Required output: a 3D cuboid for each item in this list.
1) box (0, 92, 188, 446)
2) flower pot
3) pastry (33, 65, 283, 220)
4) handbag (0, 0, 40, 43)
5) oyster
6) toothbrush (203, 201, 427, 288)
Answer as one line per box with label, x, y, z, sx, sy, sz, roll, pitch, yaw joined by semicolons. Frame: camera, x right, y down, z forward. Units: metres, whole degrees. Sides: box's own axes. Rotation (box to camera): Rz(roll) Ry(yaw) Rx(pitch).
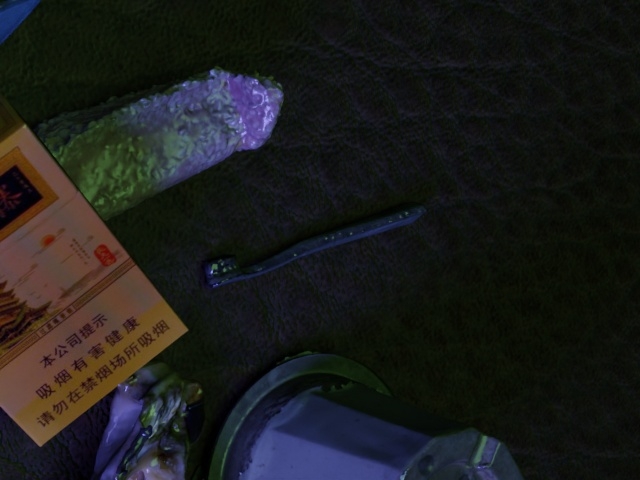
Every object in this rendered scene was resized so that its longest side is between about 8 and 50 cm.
box;-0.259;0.032;1.236;0.174;0.076;0.274;-39;129;-7
flower pot;0.060;0.264;1.449;0.290;0.259;0.290;-2;93;-39
pastry;-0.168;-0.092;1.345;0.265;0.112;0.102;-21;117;-22
handbag;-0.374;-0.126;1.082;0.269;0.274;0.100;-35;95;-31
oyster;-0.194;0.273;1.333;0.198;0.133;0.337;22;78;-35
toothbrush;0.000;0.000;1.528;0.297;0.030;0.030;-17;94;-35
